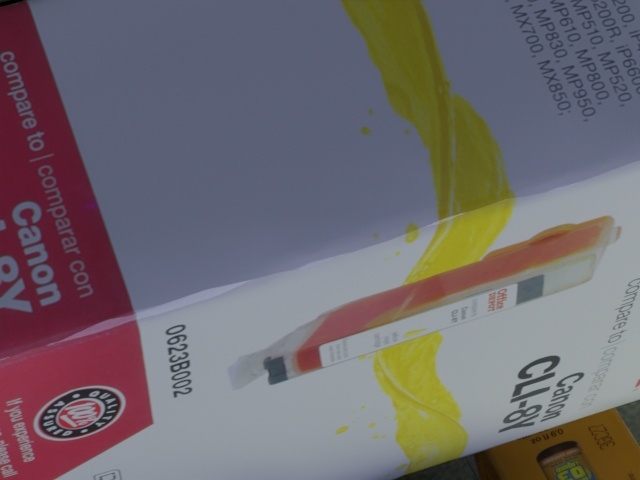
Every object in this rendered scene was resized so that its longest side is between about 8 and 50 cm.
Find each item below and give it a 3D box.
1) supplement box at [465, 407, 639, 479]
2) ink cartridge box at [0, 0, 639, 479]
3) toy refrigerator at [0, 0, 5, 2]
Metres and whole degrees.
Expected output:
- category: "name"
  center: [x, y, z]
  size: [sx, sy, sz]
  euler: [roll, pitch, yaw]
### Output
- category: "supplement box"
  center: [0.131, 0.130, 1.023]
  size: [0.078, 0.233, 0.080]
  euler: [-20, 132, -6]
- category: "ink cartridge box"
  center: [0.000, 0.000, 0.855]
  size: [0.384, 0.160, 0.279]
  euler: [-17, 154, -10]
- category: "toy refrigerator"
  center: [-0.119, -0.167, 0.768]
  size: [0.269, 0.094, 0.102]
  euler: [-17, 129, -13]
